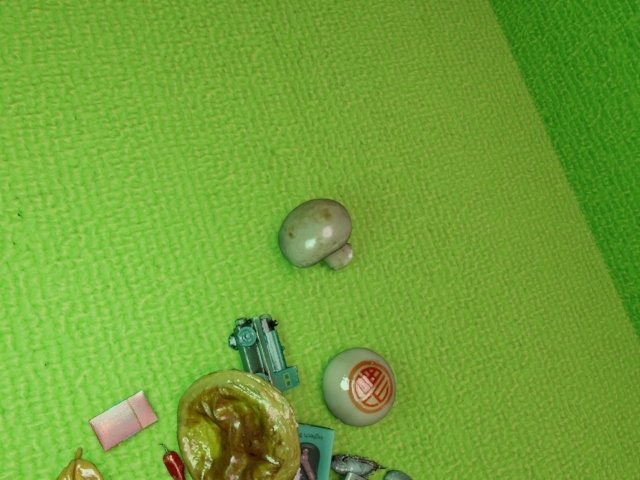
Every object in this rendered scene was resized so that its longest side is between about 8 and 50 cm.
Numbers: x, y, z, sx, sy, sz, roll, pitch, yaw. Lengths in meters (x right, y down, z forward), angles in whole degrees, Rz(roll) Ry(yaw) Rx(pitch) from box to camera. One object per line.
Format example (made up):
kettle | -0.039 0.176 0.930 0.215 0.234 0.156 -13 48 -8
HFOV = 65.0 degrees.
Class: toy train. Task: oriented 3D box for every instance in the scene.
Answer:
toy train | -0.200 0.404 1.757 0.194 0.120 0.297 -11 79 -32

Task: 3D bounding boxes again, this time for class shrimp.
shrimp | 0.140 0.810 1.794 0.233 0.079 0.090 13 106 -20

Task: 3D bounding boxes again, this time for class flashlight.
flashlight | -0.044 0.734 1.633 0.052 0.031 0.110 -26 89 -4

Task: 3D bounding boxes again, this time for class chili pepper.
chili pepper | -0.455 0.721 1.587 0.050 0.059 0.191 -27 83 -34

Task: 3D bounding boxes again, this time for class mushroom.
mushroom | 0.000 0.000 1.883 0.297 0.298 0.290 -51 120 -26

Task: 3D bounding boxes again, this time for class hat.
hat | -0.717 0.717 1.453 0.233 0.244 0.233 36 28 -40

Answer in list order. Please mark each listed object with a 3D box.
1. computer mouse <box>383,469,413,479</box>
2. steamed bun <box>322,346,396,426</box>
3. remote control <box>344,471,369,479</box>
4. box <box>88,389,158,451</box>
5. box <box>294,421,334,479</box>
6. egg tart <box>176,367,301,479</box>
computer mouse | 0.322 0.937 1.828 0.229 0.068 0.113 48 65 -3
steamed bun | 0.151 0.528 1.821 0.283 0.177 0.282 6 72 -19
remote control | 0.133 0.852 1.749 0.166 0.029 0.065 46 62 -42
box | -0.616 0.563 1.574 0.175 0.048 0.112 -29 86 -26
box | -0.080 0.777 1.688 0.205 0.118 0.311 16 69 -15
egg tart | -0.245 0.607 1.582 0.444 0.178 0.442 0 90 21
